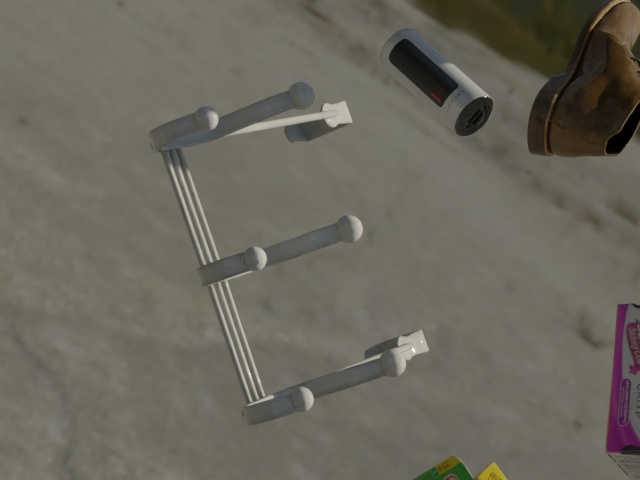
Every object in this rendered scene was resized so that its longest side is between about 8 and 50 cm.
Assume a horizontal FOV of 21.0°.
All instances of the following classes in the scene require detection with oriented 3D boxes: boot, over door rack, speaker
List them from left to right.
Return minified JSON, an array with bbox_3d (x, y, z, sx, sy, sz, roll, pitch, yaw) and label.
[{"bbox_3d":[0.000,0.000,1.383,0.324,0.108,0.240,-14,85,-68],"label":"over door rack"},{"bbox_3d":[0.126,-0.171,1.867,0.055,0.055,0.136,13,28,-52],"label":"speaker"},{"bbox_3d":[0.354,-0.192,2.094,0.115,0.112,0.305,11,42,23],"label":"boot"}]

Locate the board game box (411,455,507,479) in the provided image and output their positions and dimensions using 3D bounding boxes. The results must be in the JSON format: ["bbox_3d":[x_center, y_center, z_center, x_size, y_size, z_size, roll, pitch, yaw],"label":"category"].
[{"bbox_3d":[0.156,0.284,1.333,0.259,0.124,0.039,52,50,3],"label":"board game box"}]

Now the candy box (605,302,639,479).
[{"bbox_3d":[0.361,0.178,1.771,0.071,0.159,0.233,-2,-25,25],"label":"candy box"}]
